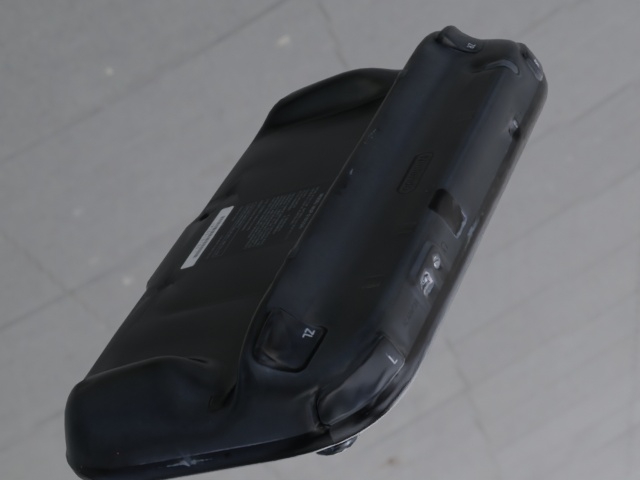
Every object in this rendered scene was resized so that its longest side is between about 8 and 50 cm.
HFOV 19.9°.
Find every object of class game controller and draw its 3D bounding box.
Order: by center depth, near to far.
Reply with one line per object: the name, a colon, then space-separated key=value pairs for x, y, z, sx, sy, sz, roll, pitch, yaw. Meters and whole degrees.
game controller: x=0.000 y=0.000 z=0.839 sx=0.166 sy=0.067 sz=0.319 roll=-22 pitch=-159 yaw=32
